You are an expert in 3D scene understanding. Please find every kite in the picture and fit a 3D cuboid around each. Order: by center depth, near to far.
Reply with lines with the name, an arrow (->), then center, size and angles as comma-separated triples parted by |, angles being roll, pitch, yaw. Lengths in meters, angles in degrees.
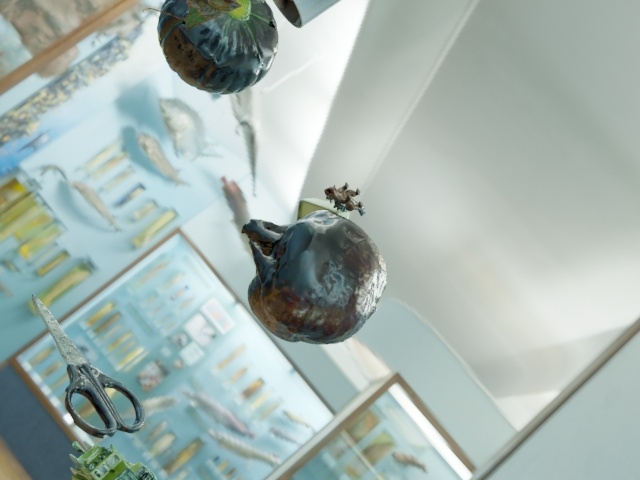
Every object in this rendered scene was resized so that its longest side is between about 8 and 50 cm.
kite -> -0.261, -0.446, 1.553 | 0.244, 0.006, 0.198 | 12, -27, -7

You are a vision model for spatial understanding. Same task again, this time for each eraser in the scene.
eraser -> 0.000, 0.000, 1.931 | 0.117, 0.058, 0.172 | 19, -70, 39

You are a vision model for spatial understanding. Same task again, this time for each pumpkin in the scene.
pumpkin -> -0.256, -0.474, 2.071 | 0.296, 0.295, 0.296 | 47, -14, 16

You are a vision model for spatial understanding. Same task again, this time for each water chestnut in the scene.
water chestnut -> -0.016, 0.064, 1.639 | 0.289, 0.289, 0.244 | 33, -25, 52

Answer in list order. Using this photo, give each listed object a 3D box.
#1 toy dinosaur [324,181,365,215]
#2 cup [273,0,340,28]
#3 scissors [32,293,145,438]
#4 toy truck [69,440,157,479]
toy dinosaur -> 0.055, -0.081, 1.774 | 0.154, 0.055, 0.049 | 29, 40, -53
cup -> -0.012, -0.375, 1.205 | 0.099, 0.133, 0.136 | 59, -9, -34
scissors -> -0.351, 0.170, 1.228 | 0.109, 0.022, 0.300 | 2, 32, -47
toy truck -> -0.467, 0.497, 1.852 | 0.259, 0.128, 0.135 | 1, -54, 55
